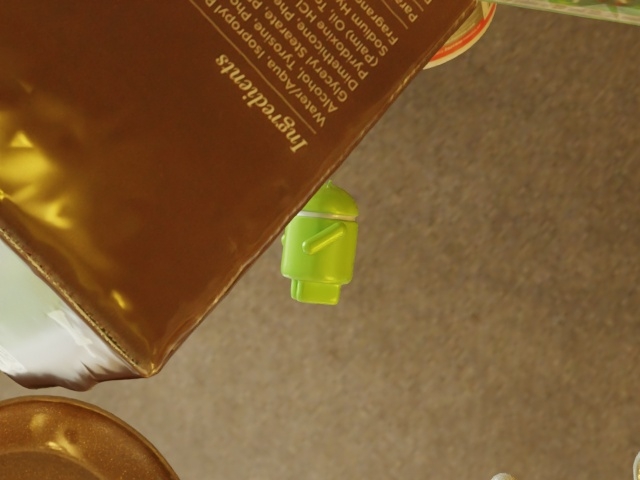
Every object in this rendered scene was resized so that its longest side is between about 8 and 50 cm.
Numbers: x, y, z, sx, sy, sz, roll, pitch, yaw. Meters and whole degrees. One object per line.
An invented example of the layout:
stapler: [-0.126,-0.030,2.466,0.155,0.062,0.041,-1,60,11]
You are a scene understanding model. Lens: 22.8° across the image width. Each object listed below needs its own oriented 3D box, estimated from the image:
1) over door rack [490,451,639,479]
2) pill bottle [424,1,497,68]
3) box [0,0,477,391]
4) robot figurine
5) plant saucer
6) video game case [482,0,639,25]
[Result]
over door rack: [0.163,0.233,0.833,0.324,0.240,0.108,-123,25,-49]
pill bottle: [0.060,-0.285,1.348,0.161,0.161,0.283,24,159,23]
box: [-0.085,-0.070,0.619,0.167,0.203,0.168,46,156,-14]
robot figurine: [0.000,0.000,1.459,0.101,0.067,0.115,-163,79,-78]
plant saucer: [-0.157,0.189,0.928,0.198,0.198,0.036,50,134,-5]
video game case: [0.129,-0.096,0.447,0.212,0.023,0.193,9,169,-7]
